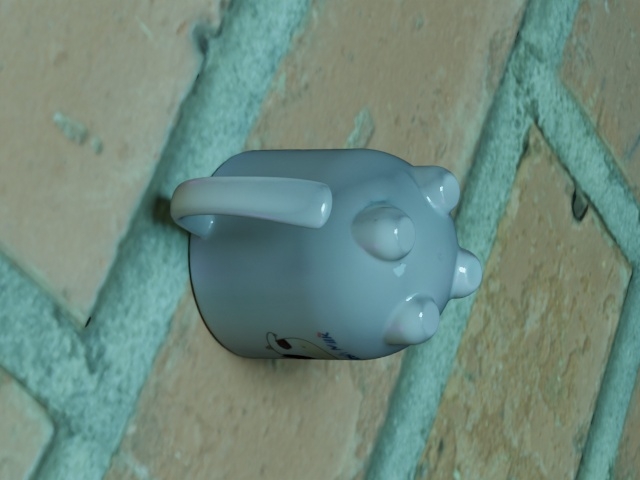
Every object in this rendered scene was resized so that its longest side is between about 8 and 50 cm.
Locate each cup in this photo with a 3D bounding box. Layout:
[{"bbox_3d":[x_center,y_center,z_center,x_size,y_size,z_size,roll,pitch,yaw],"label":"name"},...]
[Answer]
[{"bbox_3d":[0.007,-0.006,1.011,0.134,0.142,0.173,-57,132,-36],"label":"cup"}]
